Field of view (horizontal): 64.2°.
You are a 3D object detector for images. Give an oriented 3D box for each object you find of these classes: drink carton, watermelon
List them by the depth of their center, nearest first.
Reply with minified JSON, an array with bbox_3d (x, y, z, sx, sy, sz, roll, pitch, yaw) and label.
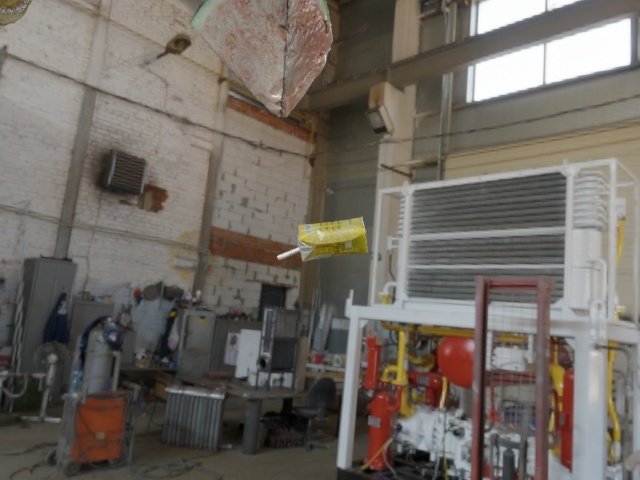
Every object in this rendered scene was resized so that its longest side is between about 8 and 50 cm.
[{"bbox_3d":[0.000,0.000,1.123,0.200,0.074,0.084,-7,34,0],"label":"drink carton"},{"bbox_3d":[-0.127,-0.441,1.161,0.250,0.292,0.283,22,1,36],"label":"watermelon"}]

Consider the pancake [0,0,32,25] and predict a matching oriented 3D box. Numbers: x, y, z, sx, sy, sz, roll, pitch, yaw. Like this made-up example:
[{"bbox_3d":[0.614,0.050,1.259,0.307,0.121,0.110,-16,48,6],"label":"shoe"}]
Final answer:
[{"bbox_3d":[-0.296,-0.274,0.455,0.025,0.151,0.151,4,-9,3],"label":"pancake"}]
